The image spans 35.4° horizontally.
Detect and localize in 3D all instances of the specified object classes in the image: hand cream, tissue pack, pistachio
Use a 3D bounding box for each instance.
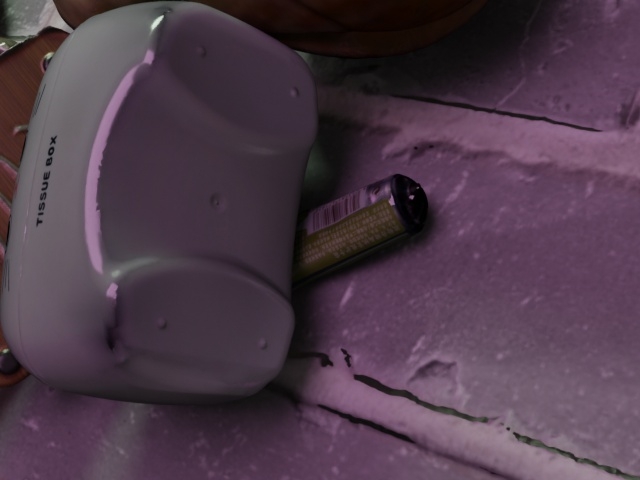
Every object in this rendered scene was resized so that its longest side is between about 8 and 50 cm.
[{"bbox_3d":[0.000,0.000,0.924,0.235,0.055,0.086,-24,54,30],"label":"hand cream"},{"bbox_3d":[-0.150,-0.025,0.885,0.236,0.229,0.333,-5,74,47],"label":"tissue pack"},{"bbox_3d":[-0.250,-0.307,1.172,0.137,0.153,0.238,-33,26,1],"label":"pistachio"}]

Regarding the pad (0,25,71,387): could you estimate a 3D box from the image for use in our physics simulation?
[{"bbox_3d":[-0.288,-0.043,1.000,0.284,0.018,0.286,-38,84,-17],"label":"pad"}]

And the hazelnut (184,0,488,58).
[{"bbox_3d":[0.014,-0.344,0.905,0.359,0.359,0.409,-42,53,7],"label":"hazelnut"}]

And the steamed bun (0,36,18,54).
[{"bbox_3d":[-0.362,-0.140,1.147,0.144,0.211,0.218,-18,24,-27],"label":"steamed bun"}]
